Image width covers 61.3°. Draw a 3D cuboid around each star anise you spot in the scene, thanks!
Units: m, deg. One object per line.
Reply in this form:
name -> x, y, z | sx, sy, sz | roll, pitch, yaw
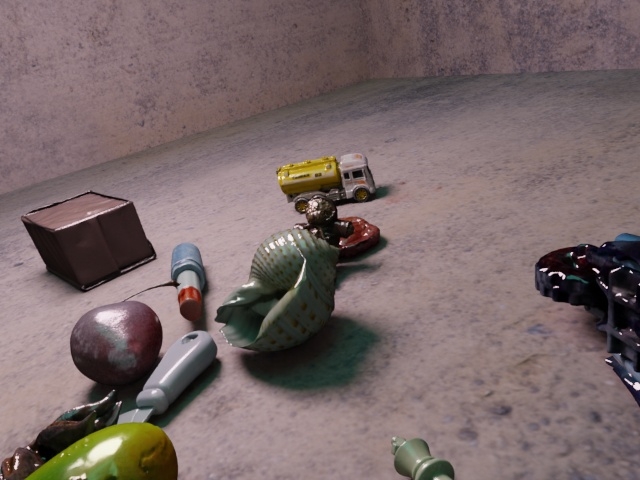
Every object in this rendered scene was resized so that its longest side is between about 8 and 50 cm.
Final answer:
star anise -> -0.297, 0.241, 0.577 | 0.204, 0.061, 0.180 | -41, 0, -44

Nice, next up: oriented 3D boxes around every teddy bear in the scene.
teddy bear -> 0.004, 0.004, 0.954 | 0.119, 0.161, 0.078 | 2, -10, 27

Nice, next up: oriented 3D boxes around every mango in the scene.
mango -> -0.228, 0.259, 0.479 | 0.125, 0.111, 0.233 | 1, 25, 44

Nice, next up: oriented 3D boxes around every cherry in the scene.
cherry -> -0.264, 0.137, 0.789 | 0.188, 0.115, 0.148 | -19, 3, -28

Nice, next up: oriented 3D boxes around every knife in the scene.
knife -> -0.235, 0.226, 0.666 | 0.080, 0.044, 0.331 | -9, 26, 30

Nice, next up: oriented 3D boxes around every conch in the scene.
conch -> -0.047, 0.081, 0.776 | 0.200, 0.131, 0.172 | -47, 41, 20

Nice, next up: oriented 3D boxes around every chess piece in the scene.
chess piece -> 0.105, 0.214, 0.478 | 0.059, 0.059, 0.149 | -20, 18, -17

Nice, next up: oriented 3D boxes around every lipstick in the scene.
lipstick -> -0.240, 0.071, 0.981 | 0.061, 0.068, 0.274 | -20, 21, -8

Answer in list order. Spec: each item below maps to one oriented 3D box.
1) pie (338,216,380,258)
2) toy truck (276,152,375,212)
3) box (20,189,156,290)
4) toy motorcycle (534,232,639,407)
pie -> 0.041, -0.004, 1.051 | 0.153, 0.038, 0.153 | -10, 25, 5
toy truck -> 0.013, -0.143, 1.290 | 0.226, 0.114, 0.098 | -10, 22, 8
box -> -0.530, -0.009, 1.230 | 0.188, 0.153, 0.252 | -30, 29, -33
toy motorcycle -> 0.397, 0.077, 0.525 | 0.232, 0.172, 0.416 | -9, 13, -6
